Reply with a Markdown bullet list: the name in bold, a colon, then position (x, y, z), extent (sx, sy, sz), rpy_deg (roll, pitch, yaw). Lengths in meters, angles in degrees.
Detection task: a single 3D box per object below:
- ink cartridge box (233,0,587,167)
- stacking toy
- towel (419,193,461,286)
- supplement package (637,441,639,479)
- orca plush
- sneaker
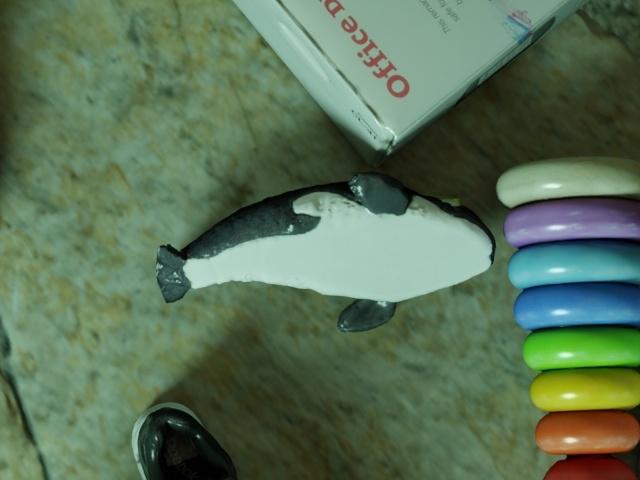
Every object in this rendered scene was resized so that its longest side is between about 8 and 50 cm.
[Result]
- **ink cartridge box**: position (0.099, -0.247, 1.728), extent (0.306, 0.131, 0.226), rpy_deg (-38, 84, -11)
- **stacking toy**: position (0.222, 0.100, 1.667), extent (0.141, 0.141, 0.330), rpy_deg (0, 82, -5)
- **towel**: position (0.094, 0.000, 1.734), extent (0.060, 0.009, 0.083), rpy_deg (6, 77, -3)
- **supplement package**: position (0.431, 0.137, 1.651), extent (0.293, 0.175, 0.177), rpy_deg (7, 78, -4)
- **orca plush**: position (0.000, 0.000, 1.702), extent (0.287, 0.102, 0.151), rpy_deg (-17, 121, 3)
- **sneaker**: position (-0.089, 0.236, 1.614), extent (0.078, 0.106, 0.234), rpy_deg (-25, 81, -9)
